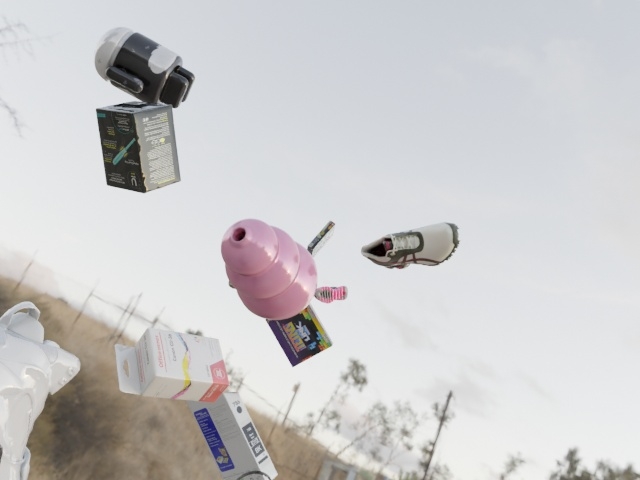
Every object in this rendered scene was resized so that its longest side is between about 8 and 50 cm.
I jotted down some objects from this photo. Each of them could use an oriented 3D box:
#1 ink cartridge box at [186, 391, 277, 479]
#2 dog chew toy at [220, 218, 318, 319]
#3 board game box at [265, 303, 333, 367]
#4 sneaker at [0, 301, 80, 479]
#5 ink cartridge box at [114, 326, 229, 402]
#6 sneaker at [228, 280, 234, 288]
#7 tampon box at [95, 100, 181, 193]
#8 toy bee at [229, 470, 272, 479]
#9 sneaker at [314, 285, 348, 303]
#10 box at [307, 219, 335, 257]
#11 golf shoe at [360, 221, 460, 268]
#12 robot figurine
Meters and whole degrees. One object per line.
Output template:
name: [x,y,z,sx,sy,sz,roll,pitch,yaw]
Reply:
ink cartridge box: [-0.265,0.559,1.888,0.165,0.065,0.332,-27,-92,35]
dog chew toy: [-0.131,0.059,1.531,0.207,0.206,0.332,17,-19,24]
board game box: [-0.063,0.275,1.965,0.170,0.141,0.048,60,5,1]
sneaker: [-0.429,0.257,0.892,0.138,0.210,0.365,17,-50,16]
ink cartridge box: [-0.283,0.237,1.242,0.198,0.115,0.067,16,-54,-37]
sneaker: [-0.165,0.099,1.837,0.071,0.189,0.066,64,-5,-27]
tampon box: [-0.365,-0.190,1.309,0.121,0.101,0.160,14,-64,33]
toy bee: [-0.181,0.483,1.038,0.195,0.298,0.162,54,-11,-19]
sneaker: [0.018,0.141,1.729,0.057,0.047,0.119,6,1,43]
box: [0.000,0.000,2.354,0.027,0.137,0.094,36,-24,11]
golf shoe: [0.230,0.019,1.667,0.120,0.105,0.273,8,-20,-42]
robot figurine: [-0.507,-0.488,1.858,0.278,0.173,0.209,28,-8,-6]
